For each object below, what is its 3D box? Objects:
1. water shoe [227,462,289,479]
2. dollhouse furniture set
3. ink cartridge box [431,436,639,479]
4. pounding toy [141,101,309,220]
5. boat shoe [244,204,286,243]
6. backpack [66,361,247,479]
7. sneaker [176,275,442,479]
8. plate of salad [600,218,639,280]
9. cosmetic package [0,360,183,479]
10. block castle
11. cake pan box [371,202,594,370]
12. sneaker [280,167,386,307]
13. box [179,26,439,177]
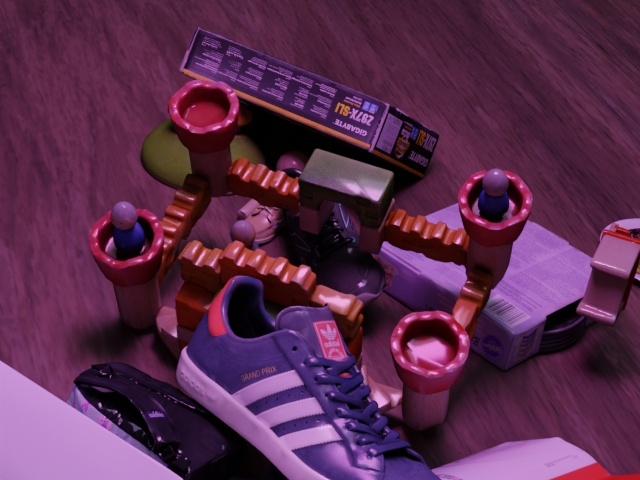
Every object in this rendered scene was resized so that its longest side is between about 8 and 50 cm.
[{"bbox_3d":[-0.012,0.244,1.568,0.203,0.073,0.080,-18,39,-39],"label":"water shoe"},{"bbox_3d":[0.457,0.069,1.825,0.259,0.262,0.135,20,29,16],"label":"dollhouse furniture set"},{"bbox_3d":[0.200,0.244,1.523,0.189,0.232,0.066,-12,81,-34],"label":"ink cartridge box"},{"bbox_3d":[-0.140,-0.145,2.128,0.236,0.110,0.183,27,35,25],"label":"pounding toy"},{"bbox_3d":[-0.070,-0.036,2.032,0.050,0.045,0.135,24,33,21],"label":"boat shoe"},{"bbox_3d":[-0.185,0.204,1.531,0.182,0.115,0.152,29,14,19],"label":"backpack"},{"bbox_3d":[0.004,0.151,1.484,0.350,0.148,0.131,31,15,30],"label":"sneaker"},{"bbox_3d":[0.500,0.013,2.132,0.199,0.048,0.200,8,32,-5],"label":"plate of salad"},{"bbox_3d":[-0.250,0.209,1.345,0.377,0.284,0.097,28,72,25],"label":"cosmetic package"},{"bbox_3d":[-0.013,0.004,1.723,0.453,0.213,0.303,19,57,14],"label":"block castle"},{"bbox_3d":[0.231,0.048,1.972,0.267,0.070,0.245,33,39,32],"label":"cake pan box"},{"bbox_3d":[0.000,0.000,1.918,0.101,0.106,0.267,-31,35,-1],"label":"sneaker"},{"bbox_3d":[-0.010,-0.199,2.180,0.322,0.079,0.257,24,5,21],"label":"box"}]
